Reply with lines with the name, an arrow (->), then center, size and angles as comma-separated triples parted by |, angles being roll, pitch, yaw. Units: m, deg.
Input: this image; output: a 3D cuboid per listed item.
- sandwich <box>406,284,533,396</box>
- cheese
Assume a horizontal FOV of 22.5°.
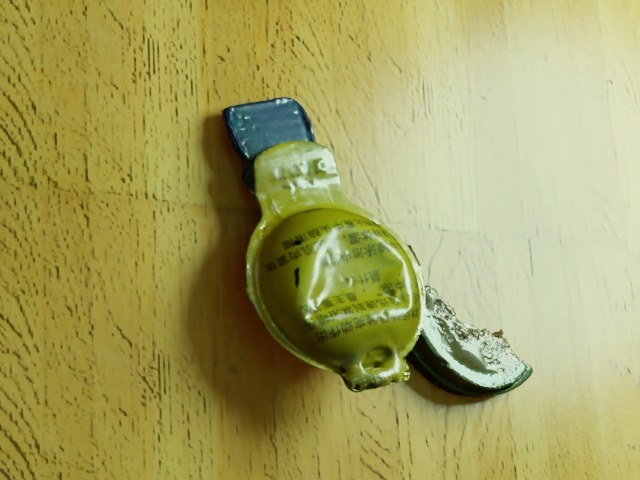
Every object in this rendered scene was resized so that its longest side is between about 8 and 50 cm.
sandwich -> 0.114, 0.088, 1.285 | 0.135, 0.029, 0.067 | 26, 63, -20
cheese -> 0.000, 0.000, 1.231 | 0.156, 0.064, 0.250 | -10, 69, -33
